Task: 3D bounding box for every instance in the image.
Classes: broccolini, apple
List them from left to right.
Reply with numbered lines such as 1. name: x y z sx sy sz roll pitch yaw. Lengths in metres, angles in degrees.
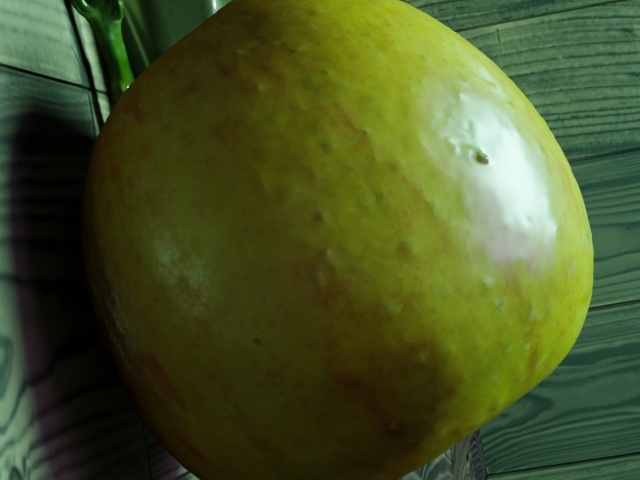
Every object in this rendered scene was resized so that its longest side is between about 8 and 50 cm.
1. broccolini: -0.135 -0.113 1.185 0.057 0.071 0.254 26 -49 48
2. apple: 0.000 0.000 1.103 0.275 0.299 0.299 52 13 -4

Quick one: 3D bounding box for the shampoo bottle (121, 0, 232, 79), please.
1. shampoo bottle: -0.067 -0.023 1.299 0.125 0.084 0.350 -109 -174 -70
